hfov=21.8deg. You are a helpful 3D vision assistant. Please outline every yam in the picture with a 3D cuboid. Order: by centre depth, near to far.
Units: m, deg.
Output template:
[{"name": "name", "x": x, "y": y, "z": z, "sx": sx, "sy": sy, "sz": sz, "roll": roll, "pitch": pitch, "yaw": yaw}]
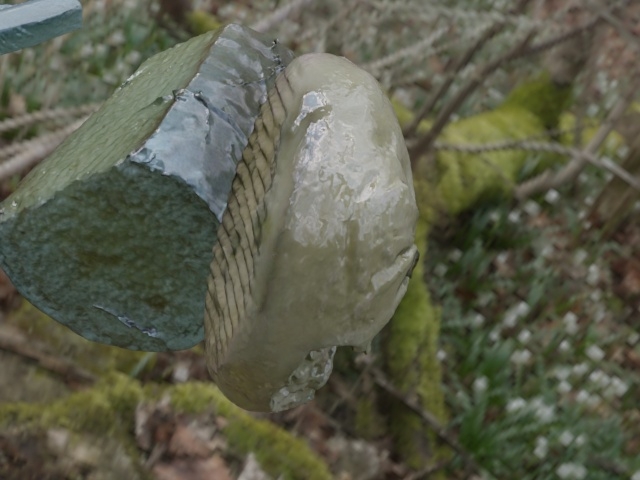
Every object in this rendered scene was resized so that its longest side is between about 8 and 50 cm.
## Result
[{"name": "yam", "x": -0.114, "y": -0.047, "z": 1.385, "sx": 0.201, "sy": 0.202, "sz": 0.271, "roll": 55, "pitch": 32, "yaw": -28}]

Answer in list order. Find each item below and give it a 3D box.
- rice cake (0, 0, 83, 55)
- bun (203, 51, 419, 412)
[{"name": "rice cake", "x": -0.268, "y": -0.162, "z": 1.307, "sx": 0.180, "sy": 0.030, "sz": 0.042, "roll": -23, "pitch": 50, "yaw": -37}, {"name": "bun", "x": 0.000, "y": 0.000, "z": 1.075, "sx": 0.116, "sy": 0.210, "sz": 0.237, "roll": 12, "pitch": 96, "yaw": -13}]
